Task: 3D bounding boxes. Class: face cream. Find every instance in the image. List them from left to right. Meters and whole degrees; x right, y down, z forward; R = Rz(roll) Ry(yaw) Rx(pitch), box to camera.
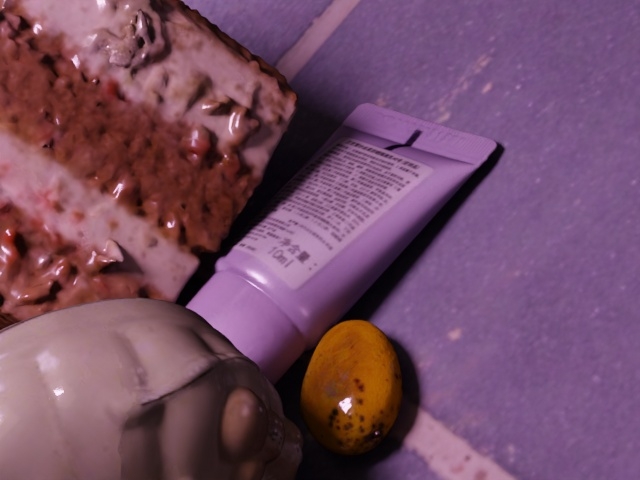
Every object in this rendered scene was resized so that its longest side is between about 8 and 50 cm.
[{"bbox_3d":[0.000,0.000,1.480,0.154,0.096,0.274,19,60,47],"label":"face cream"}]

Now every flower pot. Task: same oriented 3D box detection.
[{"bbox_3d":[-0.137,0.215,1.292,0.307,0.307,0.244,-36,60,9],"label":"flower pot"}]

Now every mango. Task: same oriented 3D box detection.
[{"bbox_3d":[0.022,0.104,1.402,0.079,0.057,0.114,-28,38,22],"label":"mango"}]

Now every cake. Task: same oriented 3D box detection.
[{"bbox_3d":[-0.210,-0.069,1.500,0.290,0.256,0.282,-59,21,-11],"label":"cake"}]
